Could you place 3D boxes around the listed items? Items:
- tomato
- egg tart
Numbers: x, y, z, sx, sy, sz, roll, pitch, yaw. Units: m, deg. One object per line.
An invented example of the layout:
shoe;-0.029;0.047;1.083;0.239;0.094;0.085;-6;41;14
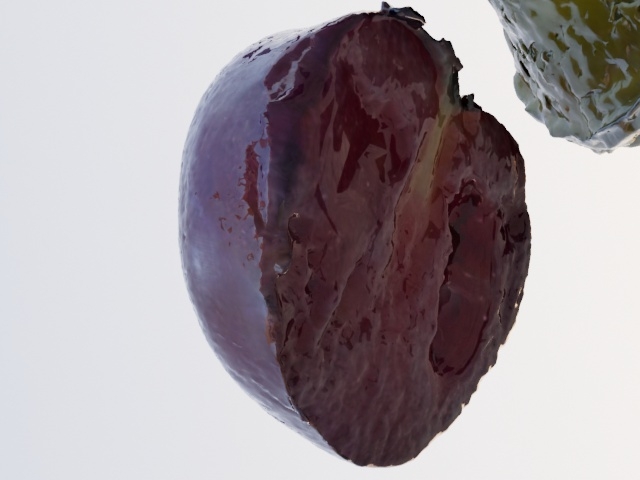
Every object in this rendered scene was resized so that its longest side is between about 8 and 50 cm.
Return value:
tomato;-0.005;-0.002;1.387;0.335;0.176;0.289;41;-116;-50
egg tart;0.224;-0.285;1.498;0.178;0.443;0.443;16;-123;-17
